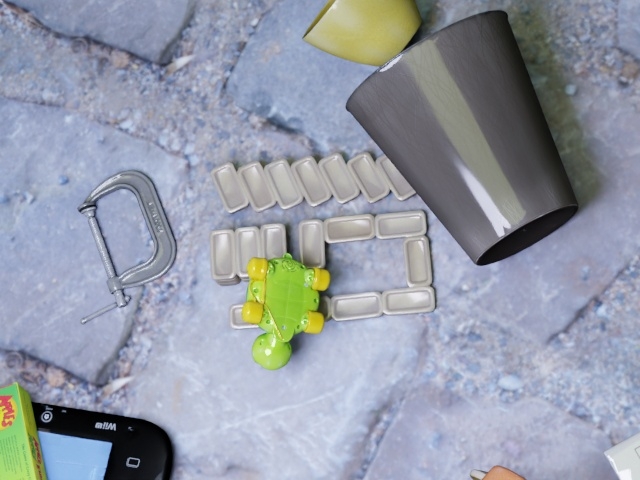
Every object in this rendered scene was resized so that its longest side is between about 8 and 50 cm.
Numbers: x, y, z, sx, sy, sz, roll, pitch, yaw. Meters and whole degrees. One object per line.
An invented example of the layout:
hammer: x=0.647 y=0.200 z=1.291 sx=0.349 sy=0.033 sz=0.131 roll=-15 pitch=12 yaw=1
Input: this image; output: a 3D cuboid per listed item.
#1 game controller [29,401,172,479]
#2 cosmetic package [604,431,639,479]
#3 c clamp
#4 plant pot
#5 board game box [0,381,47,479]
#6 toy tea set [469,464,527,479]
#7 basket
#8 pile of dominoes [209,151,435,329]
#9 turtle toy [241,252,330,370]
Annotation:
game controller: x=-0.324 y=0.269 z=1.947 sx=0.319 sy=0.067 sz=0.166 roll=7 pitch=81 yaw=17
cosmetic package: x=0.452 y=0.206 z=1.705 sx=0.296 sy=0.129 sz=0.153 roll=-30 pitch=74 yaw=8
c clamp: x=-0.240 y=0.001 z=2.002 sx=0.137 sy=0.022 sz=0.160 roll=-19 pitch=75 yaw=12
plant pot: x=0.057 y=-0.250 z=1.925 sx=0.095 sy=0.134 sz=0.134 roll=38 pitch=91 yaw=-7
board game box: x=-0.359 y=0.260 z=1.910 sx=0.092 sy=0.043 sz=0.181 roll=-19 pitch=62 yaw=3
toy tea set: x=0.251 y=0.353 z=1.698 sx=0.336 sy=0.200 sz=0.124 roll=32 pitch=80 yaw=14
basket: x=0.167 y=-0.099 z=1.843 sx=0.204 sy=0.154 sz=0.227 roll=-30 pitch=76 yaw=9
pile of dominoes: x=0.000 y=0.000 z=1.939 sx=0.251 sy=0.040 sz=0.196 roll=-5 pitch=77 yaw=7
turtle toy: x=-0.046 y=0.078 z=1.871 sx=0.095 sy=0.066 sz=0.130 roll=11 pitch=78 yaw=-16
